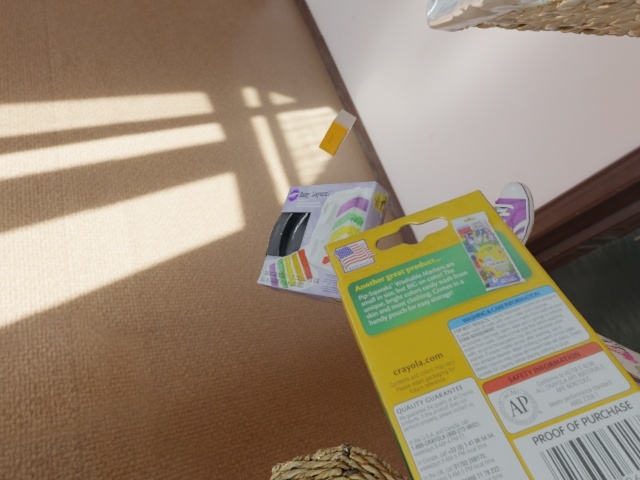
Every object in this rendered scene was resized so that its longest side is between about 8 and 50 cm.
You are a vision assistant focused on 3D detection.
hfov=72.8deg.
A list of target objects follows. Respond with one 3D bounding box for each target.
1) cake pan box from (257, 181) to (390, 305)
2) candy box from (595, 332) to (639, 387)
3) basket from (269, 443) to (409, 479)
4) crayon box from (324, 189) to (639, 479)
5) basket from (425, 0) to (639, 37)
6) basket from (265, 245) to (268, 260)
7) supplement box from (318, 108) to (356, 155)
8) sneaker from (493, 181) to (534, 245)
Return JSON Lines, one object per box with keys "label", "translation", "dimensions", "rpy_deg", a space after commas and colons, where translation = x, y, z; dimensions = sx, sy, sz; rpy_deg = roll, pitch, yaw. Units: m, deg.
{"label": "cake pan box", "translation": [0.000, 0.000, 0.920], "dimensions": [0.070, 0.267, 0.245], "rpy_deg": [33, 71, -42]}
{"label": "candy box", "translation": [0.337, 0.171, 0.562], "dimensions": [0.165, 0.070, 0.196], "rpy_deg": [28, 19, 35]}
{"label": "basket", "translation": [0.058, 0.485, 0.629], "dimensions": [0.299, 0.213, 0.223], "rpy_deg": [54, 26, -18]}
{"label": "crayon box", "translation": [0.149, 0.111, 0.438], "dimensions": [0.083, 0.203, 0.323], "rpy_deg": [72, -3, -51]}
{"label": "basket", "translation": [0.269, -0.342, 0.325], "dimensions": [0.267, 0.331, 0.328], "rpy_deg": [4, 16, -7]}
{"label": "basket", "translation": [0.003, 0.042, 1.182], "dimensions": [0.227, 0.204, 0.154], "rpy_deg": [-8, 95, -51]}
{"label": "supplement box", "translation": [0.035, -0.212, 0.851], "dimensions": [0.036, 0.062, 0.098], "rpy_deg": [30, 32, -4]}
{"label": "sneaker", "translation": [0.432, -0.025, 1.085], "dimensions": [0.161, 0.102, 0.282], "rpy_deg": [15, 87, -26]}
